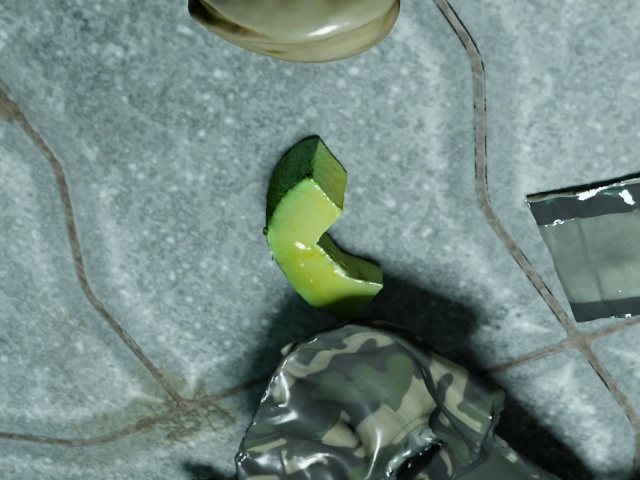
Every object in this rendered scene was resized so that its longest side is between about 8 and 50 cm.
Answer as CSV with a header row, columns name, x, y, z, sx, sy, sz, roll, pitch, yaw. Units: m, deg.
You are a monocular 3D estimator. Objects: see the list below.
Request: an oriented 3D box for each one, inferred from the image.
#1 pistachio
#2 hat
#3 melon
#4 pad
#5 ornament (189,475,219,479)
name,x,y,z,sx,sy,sz,roll,pitch,yaw
pistachio,-0.029,-0.233,1.569,0.238,0.153,0.138,17,126,40
hat,0.115,0.239,1.904,0.366,0.257,0.381,-31,155,29
melon,0.000,0.000,1.796,0.118,0.064,0.209,-20,121,24
pad,0.342,0.003,1.713,0.233,0.022,0.174,-10,124,26
ornament,-0.079,0.352,2.062,0.196,0.166,0.153,24,142,15
